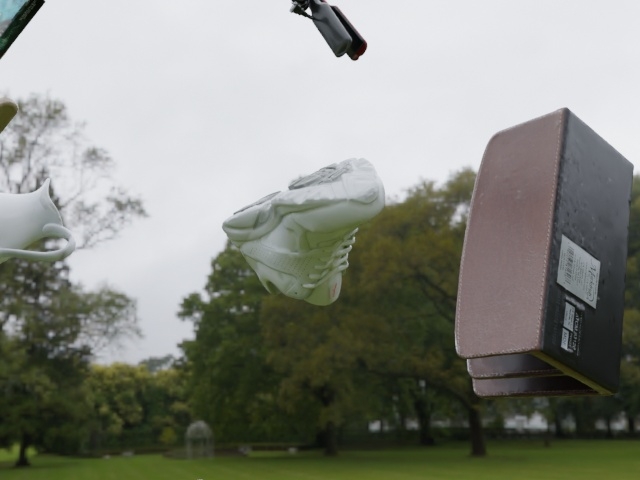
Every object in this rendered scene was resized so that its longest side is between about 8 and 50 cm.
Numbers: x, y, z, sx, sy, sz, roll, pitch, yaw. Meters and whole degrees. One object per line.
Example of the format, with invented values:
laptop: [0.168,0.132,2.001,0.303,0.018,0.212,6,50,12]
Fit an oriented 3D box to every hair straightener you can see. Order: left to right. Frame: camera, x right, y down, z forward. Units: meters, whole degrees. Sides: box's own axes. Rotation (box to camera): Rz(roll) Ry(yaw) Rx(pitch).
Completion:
hair straightener: [-0.015,-0.381,1.338,0.047,0.230,0.089,-42,-21,34]

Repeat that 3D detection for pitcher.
pitcher: [-0.509,-0.009,1.349,0.207,0.125,0.178,-18,43,-27]

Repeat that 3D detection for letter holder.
letter holder: [0.240,0.026,1.038,0.152,0.302,0.214,29,-28,-33]

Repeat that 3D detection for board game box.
board game box: [-0.498,-0.345,1.276,0.186,0.126,0.026,37,-1,39]

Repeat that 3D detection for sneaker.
sneaker: [0.000,0.000,0.759,0.090,0.115,0.232,-29,5,-26]

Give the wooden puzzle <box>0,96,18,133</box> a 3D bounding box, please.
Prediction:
wooden puzzle: [-0.485,-0.066,1.006,0.044,0.238,0.221,46,-43,-14]
